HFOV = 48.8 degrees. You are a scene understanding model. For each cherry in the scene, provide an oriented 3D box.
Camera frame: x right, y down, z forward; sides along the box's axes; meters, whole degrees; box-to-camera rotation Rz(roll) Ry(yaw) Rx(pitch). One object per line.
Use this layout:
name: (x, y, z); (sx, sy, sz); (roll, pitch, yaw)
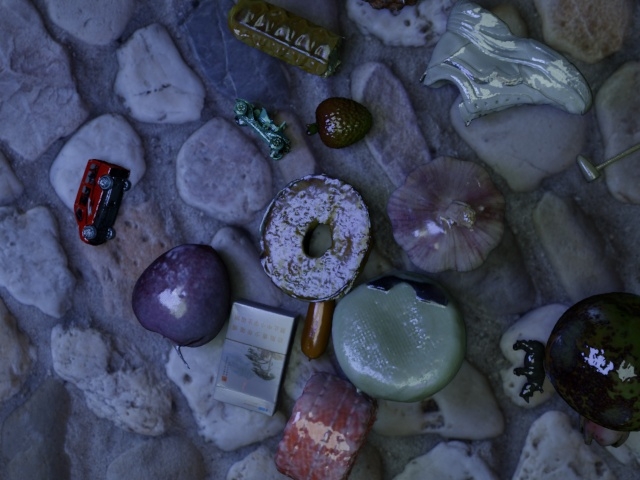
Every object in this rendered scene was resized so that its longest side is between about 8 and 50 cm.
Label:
cherry: (-0.306, 0.129, 1.559); (0.213, 0.183, 0.266); (22, 82, 1)

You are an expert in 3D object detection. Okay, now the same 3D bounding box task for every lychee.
lychee: (0.039, -0.249, 1.500); (0.146, 0.114, 0.114); (-10, 91, -2)

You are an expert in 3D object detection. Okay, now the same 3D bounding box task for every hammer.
hammer: (0.620, -0.189, 1.433); (0.195, 0.028, 0.060); (-28, 81, 9)

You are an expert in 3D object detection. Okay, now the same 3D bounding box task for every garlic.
garlic: (0.261, -0.047, 1.401); (0.244, 0.253, 0.245); (0, 93, 3)

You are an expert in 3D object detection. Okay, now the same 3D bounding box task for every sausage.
sausage: (-0.003, 0.182, 1.564); (0.062, 0.054, 0.183); (13, 94, -17)

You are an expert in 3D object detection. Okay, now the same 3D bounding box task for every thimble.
thimble: (0.012, 0.405, 1.483); (0.162, 0.239, 0.239); (23, 97, 12)

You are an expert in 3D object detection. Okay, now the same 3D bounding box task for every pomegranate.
pomegranate: (0.568, 0.272, 1.368); (0.284, 0.285, 0.341); (10, 121, 11)

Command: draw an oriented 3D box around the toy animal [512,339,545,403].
toy animal: (0.440, 0.275, 1.481); (0.064, 0.047, 0.136); (1, 88, 3)

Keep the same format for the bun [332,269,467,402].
bun: (0.170, 0.208, 1.472); (0.283, 0.179, 0.284); (-6, 66, 13)

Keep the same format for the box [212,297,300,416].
box: (-0.145, 0.263, 1.591); (0.149, 0.067, 0.233); (14, 95, 12)

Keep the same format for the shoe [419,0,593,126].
shoe: (0.366, -0.313, 1.428); (0.342, 0.132, 0.211); (35, 103, 12)

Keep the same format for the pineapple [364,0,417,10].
pineapple: (0.121, -0.582, 1.341); (0.222, 0.357, 0.223); (0, 90, 13)

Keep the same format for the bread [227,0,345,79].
bread: (-0.080, -0.443, 1.528); (0.269, 0.098, 0.087); (26, 56, 10)

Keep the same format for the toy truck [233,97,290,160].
toy truck: (-0.123, -0.256, 1.556); (0.154, 0.080, 0.078); (45, 79, 6)

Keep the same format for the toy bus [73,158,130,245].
toy bus: (-0.518, -0.088, 1.643); (0.089, 0.081, 0.195); (22, 97, 19)

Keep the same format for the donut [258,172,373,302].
donut: (0.000, 0.000, 1.515); (0.271, 0.107, 0.272); (-2, 84, 20)
